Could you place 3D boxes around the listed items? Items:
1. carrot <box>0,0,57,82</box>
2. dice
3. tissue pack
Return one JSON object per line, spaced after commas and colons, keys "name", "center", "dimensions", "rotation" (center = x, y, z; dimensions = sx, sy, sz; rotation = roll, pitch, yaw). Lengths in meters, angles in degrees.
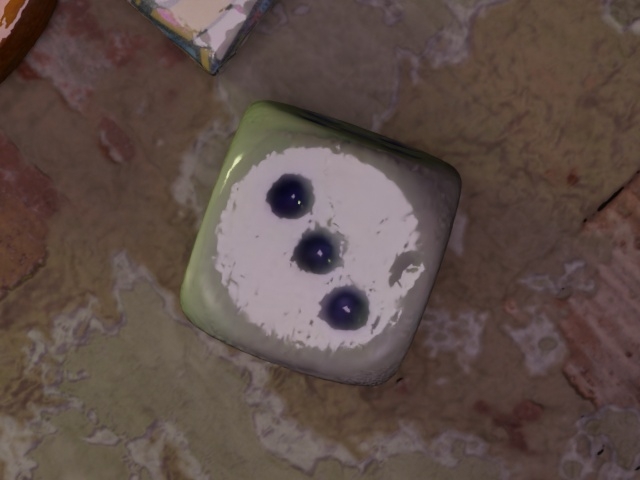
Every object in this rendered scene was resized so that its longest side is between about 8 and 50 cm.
{"name": "carrot", "center": [-0.344, -0.244, 1.449], "dimensions": [0.258, 0.100, 0.307], "rotation": [34, 94, -7]}
{"name": "dice", "center": [0.000, 0.000, 1.427], "dimensions": [0.192, 0.194, 0.193], "rotation": [21, 96, -3]}
{"name": "tissue pack", "center": [-0.111, -0.229, 1.461], "dimensions": [0.155, 0.065, 0.115], "rotation": [40, 96, -5]}
